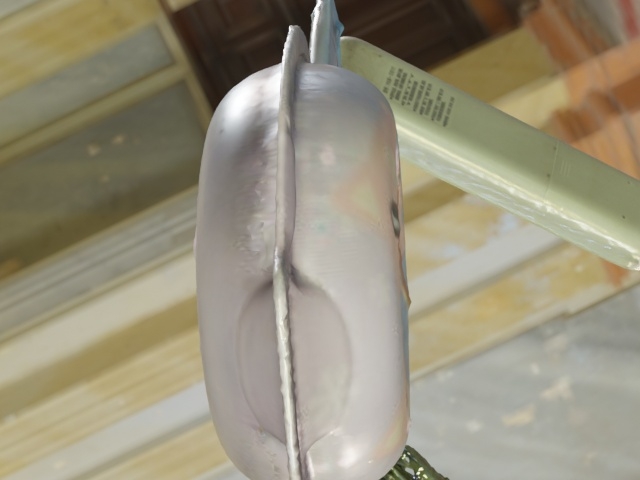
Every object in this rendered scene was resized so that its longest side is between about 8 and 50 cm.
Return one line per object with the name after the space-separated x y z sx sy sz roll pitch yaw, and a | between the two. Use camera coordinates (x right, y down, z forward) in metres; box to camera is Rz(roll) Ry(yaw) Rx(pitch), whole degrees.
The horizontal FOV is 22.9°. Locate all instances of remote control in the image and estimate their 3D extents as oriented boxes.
0.132 -0.070 1.229 0.309 0.038 0.090 25 -136 -6 | remote control

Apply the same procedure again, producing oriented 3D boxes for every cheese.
0.000 0.000 0.457 0.244 0.052 0.135 -78 -14 -72 | cheese

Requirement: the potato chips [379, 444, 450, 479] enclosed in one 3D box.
0.038 0.184 1.214 0.207 0.092 0.028 41 142 -11 | potato chips
